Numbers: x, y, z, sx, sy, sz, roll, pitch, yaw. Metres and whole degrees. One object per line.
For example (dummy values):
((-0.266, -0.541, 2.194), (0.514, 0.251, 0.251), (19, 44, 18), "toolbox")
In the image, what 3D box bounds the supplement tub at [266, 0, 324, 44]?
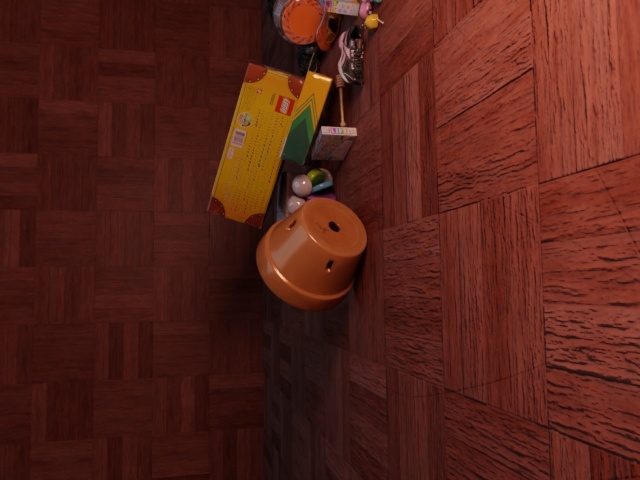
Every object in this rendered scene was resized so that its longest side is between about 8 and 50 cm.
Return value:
((-0.082, -0.815, 2.093), (0.316, 0.193, 0.194), (-106, 21, -53), "supplement tub")

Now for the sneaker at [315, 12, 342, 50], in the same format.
((0.026, -0.675, 1.916), (0.175, 0.064, 0.067), (109, 148, -61), "sneaker")

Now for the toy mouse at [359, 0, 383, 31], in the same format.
((0.127, -0.614, 1.534), (0.161, 0.031, 0.143), (-160, 71, -76), "toy mouse")

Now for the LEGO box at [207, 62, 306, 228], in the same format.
((-0.205, -0.337, 2.038), (0.372, 0.193, 0.500), (-88, 16, -74), "LEGO box")

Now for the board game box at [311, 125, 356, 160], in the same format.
((0.038, -0.285, 1.758), (0.154, 0.103, 0.026), (121, 147, -65), "board game box")

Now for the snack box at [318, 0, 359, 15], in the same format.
((0.049, -0.697, 1.720), (0.141, 0.100, 0.037), (-105, 21, -51), "snack box")

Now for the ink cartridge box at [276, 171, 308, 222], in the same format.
((-0.091, -0.102, 2.260), (0.226, 0.131, 0.306), (-161, 73, -76), "ink cartridge box")

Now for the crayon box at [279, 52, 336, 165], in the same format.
((-0.026, -0.397, 1.844), (0.203, 0.083, 0.323), (-53, -18, -80), "crayon box")

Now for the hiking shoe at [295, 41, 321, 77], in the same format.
((-0.032, -0.654, 2.166), (0.227, 0.086, 0.114), (-151, 46, -80), "hiking shoe")

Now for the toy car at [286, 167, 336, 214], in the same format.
((-0.013, -0.142, 1.937), (0.136, 0.159, 0.182), (34, 124, 29), "toy car")

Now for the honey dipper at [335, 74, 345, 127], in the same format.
((0.064, -0.426, 1.815), (0.030, 0.030, 0.161), (163, 105, -77), "honey dipper")

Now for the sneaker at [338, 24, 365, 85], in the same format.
((0.090, -0.513, 1.622), (0.077, 0.071, 0.178), (140, 124, -60), "sneaker")

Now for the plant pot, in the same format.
((-0.004, 0.021, 1.625), (0.203, 0.290, 0.291), (-52, 36, 42), "plant pot")

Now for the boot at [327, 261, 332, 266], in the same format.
((0.000, 0.000, 2.003), (0.229, 0.091, 0.263), (121, 143, -56), "boot")
